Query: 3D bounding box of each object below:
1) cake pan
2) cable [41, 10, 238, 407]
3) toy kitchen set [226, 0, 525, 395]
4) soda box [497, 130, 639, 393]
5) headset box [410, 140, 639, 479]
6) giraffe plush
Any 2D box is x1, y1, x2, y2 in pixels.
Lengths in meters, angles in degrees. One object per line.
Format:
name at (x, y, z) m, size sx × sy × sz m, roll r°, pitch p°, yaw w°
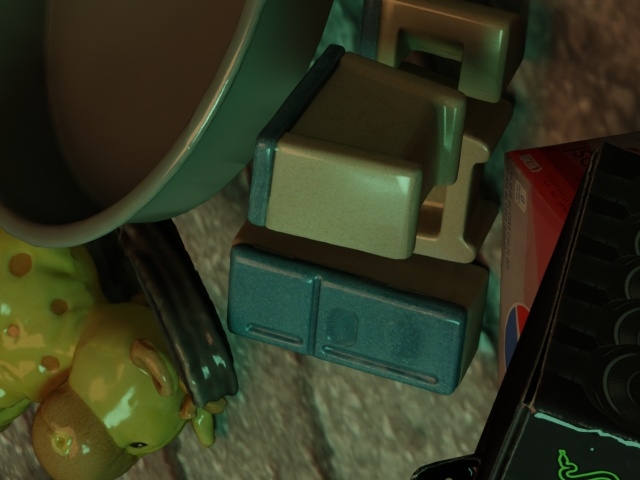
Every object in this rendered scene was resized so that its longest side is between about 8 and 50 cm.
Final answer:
cake pan at (-0.082, -0.137, 0.904) m, size 0.293 × 0.054 × 0.293 m, roll -19°, pitch 65°, yaw 50°
cable at (-0.117, -0.018, 1.046) m, size 0.139 × 0.072 × 0.287 m, roll 96°, pitch 157°, yaw -58°
toy kitchen set at (0.000, 0.000, 0.856) m, size 0.122 × 0.166 × 0.207 m, roll 16°, pitch 128°, yaw 14°
soda box at (0.126, 0.089, 0.827) m, size 0.092 × 0.083 × 0.263 m, roll -121°, pitch 25°, yaw -56°
headset box at (0.164, 0.127, 0.671) m, size 0.283 × 0.131 × 0.246 m, roll 20°, pitch 134°, yaw 3°
giraffe plush at (-0.144, 0.072, 1.153) m, size 0.170 × 0.181 × 0.210 m, roll 38°, pitch 108°, yaw 18°
